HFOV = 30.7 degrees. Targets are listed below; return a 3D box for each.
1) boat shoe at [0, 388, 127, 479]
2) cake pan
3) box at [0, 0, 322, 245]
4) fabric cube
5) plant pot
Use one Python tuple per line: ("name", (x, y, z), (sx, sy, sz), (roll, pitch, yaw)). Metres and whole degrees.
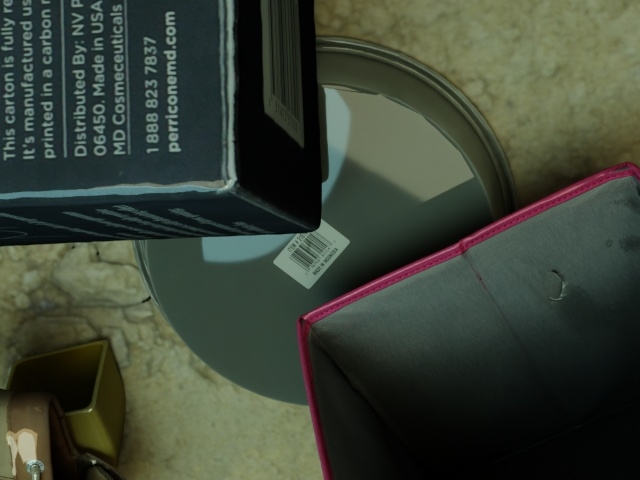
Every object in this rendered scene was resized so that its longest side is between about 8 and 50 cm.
("boat shoe", (-0.196, 0.218, 0.855), (0.117, 0.123, 0.324), (-11, 140, 3))
("cake pan", (0.000, 0.000, 0.856), (0.293, 0.054, 0.293), (1, 112, 3))
("box", (-0.213, -0.106, 0.663), (0.396, 0.293, 0.211), (-3, 87, 6))
("fabric cube", (0.167, 0.159, 0.759), (0.259, 0.254, 0.258), (-26, 132, 12))
("plant pot", (-0.193, 0.141, 0.913), (0.082, 0.081, 0.083), (-14, 124, 9))
